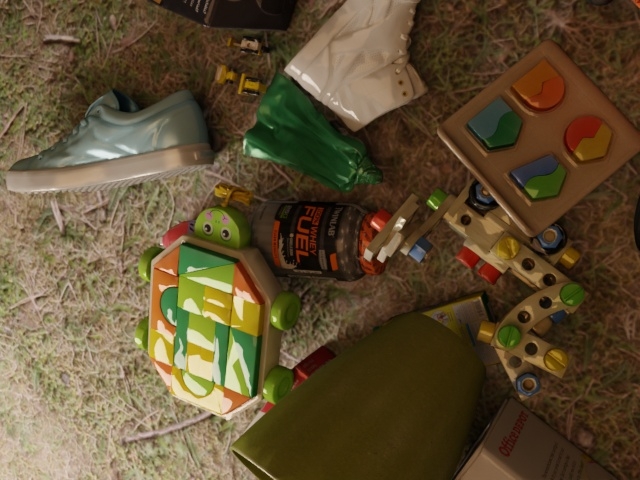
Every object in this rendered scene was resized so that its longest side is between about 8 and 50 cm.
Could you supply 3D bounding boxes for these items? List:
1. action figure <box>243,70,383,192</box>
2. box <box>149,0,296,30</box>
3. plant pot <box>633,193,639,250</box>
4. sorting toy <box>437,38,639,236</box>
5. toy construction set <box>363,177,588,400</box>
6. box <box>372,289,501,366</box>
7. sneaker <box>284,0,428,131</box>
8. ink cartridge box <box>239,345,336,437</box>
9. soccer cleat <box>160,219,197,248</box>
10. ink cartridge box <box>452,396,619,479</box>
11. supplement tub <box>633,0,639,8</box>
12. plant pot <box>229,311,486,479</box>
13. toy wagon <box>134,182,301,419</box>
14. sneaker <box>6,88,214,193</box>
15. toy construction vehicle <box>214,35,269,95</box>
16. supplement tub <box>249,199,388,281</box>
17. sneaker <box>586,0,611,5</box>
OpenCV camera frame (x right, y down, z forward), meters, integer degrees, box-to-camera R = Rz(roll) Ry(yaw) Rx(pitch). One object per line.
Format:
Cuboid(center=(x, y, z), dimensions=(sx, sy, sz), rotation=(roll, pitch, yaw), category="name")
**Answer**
Cuboid(center=(-0.002, -0.136, 1.280), dimensions=(0.232, 0.063, 0.137), rotation=(34, 115, 31), category="action figure")
Cuboid(center=(-0.125, -0.386, 1.204), dimensions=(0.142, 0.247, 0.163), rotation=(26, 109, 14), category="box")
Cuboid(center=(0.480, -0.042, 1.044), dimensions=(0.188, 0.167, 0.187), rotation=(29, 70, 16), category="plant pot")
Cuboid(center=(0.287, -0.137, 1.140), dimensions=(0.208, 0.038, 0.193), rotation=(-38, 80, -6), category="sorting toy")
Cuboid(center=(0.220, 0.040, 1.183), dimensions=(0.328, 0.151, 0.215), rotation=(38, 90, -4), category="toy construction set")
Cuboid(center=(0.173, 0.149, 1.301), dimensions=(0.179, 0.043, 0.105), rotation=(-18, 93, 22), category="box")
Cuboid(center=(0.108, -0.284, 1.220), dimensions=(0.169, 0.108, 0.292), rotation=(44, 110, -6), category="sneaker")
Cuboid(center=(0.032, 0.331, 1.356), dimensions=(0.273, 0.114, 0.197), rotation=(40, 112, 10), category="ink cartridge box")
Cuboid(center=(-0.185, 0.088, 1.420), dimensions=(0.095, 0.083, 0.248), rotation=(-13, 93, 20), category="soccer cleat")
Cuboid(center=(0.318, 0.368, 1.195), dimensions=(0.278, 0.201, 0.117), rotation=(38, 112, 12), category="ink cartridge box")
Cuboid(center=(0.508, -0.357, 0.968), dimensions=(0.207, 0.207, 0.338), rotation=(49, 113, 7), category="supplement tub")
Cuboid(center=(0.078, 0.246, 1.163), dimensions=(0.275, 0.275, 0.293), rotation=(37, 72, 12), category="plant pot")
Cuboid(center=(-0.157, 0.087, 1.298), dimensions=(0.267, 0.068, 0.344), rotation=(17, 112, 27), category="toy wagon")
Cuboid(center=(-0.344, -0.161, 1.417), dimensions=(0.366, 0.135, 0.150), rotation=(-8, 90, 15), category="sneaker")
Cuboid(center=(-0.111, -0.262, 1.327), dimensions=(0.098, 0.035, 0.085), rotation=(16, 97, 39), category="toy construction vehicle")
Cuboid(center=(0.000, 0.000, 1.302), dimensions=(0.190, 0.117, 0.117), rotation=(2, 101, 22), category="supplement tub")
Cuboid(center=(0.281, -0.421, 1.118), dimensions=(0.163, 0.106, 0.281), rotation=(-9, 86, 29), category="sneaker")
